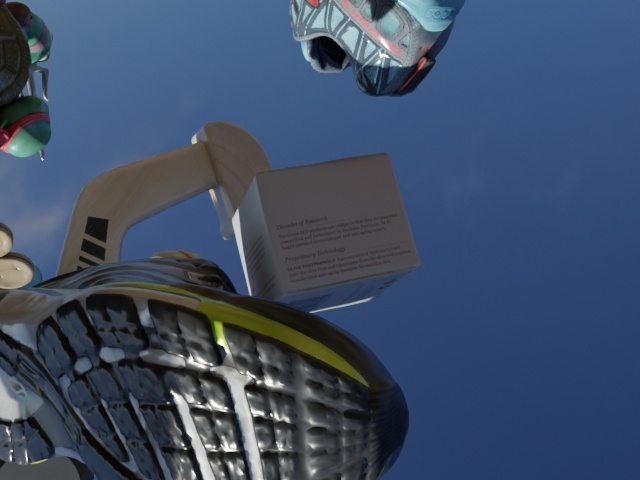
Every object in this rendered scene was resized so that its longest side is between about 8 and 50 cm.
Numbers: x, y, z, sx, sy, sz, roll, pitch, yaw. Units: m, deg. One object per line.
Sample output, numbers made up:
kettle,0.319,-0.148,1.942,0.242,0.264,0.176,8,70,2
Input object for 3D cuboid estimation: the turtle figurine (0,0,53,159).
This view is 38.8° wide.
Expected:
turtle figurine,-0.231,-0.116,0.558,0.175,0.234,0.118,-40,-176,-42

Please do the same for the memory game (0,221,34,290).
memory game,-0.312,0.031,0.689,0.186,0.186,0.012,-18,-131,4

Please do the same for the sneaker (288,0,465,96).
sneaker,-0.002,-0.186,0.651,0.104,0.125,0.262,-4,-145,-29

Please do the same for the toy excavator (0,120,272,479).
toy excavator,-0.276,0.071,0.956,0.433,0.445,0.222,7,173,-18

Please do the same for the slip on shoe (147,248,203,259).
slip on shoe,-0.032,0.153,0.638,0.123,0.331,0.101,-29,-177,40

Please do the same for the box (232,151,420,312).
box,0.000,0.000,0.645,0.102,0.087,0.101,-11,167,-17

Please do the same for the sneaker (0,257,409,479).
sneaker,-0.070,0.050,0.430,0.121,0.111,0.300,-26,-160,-40
